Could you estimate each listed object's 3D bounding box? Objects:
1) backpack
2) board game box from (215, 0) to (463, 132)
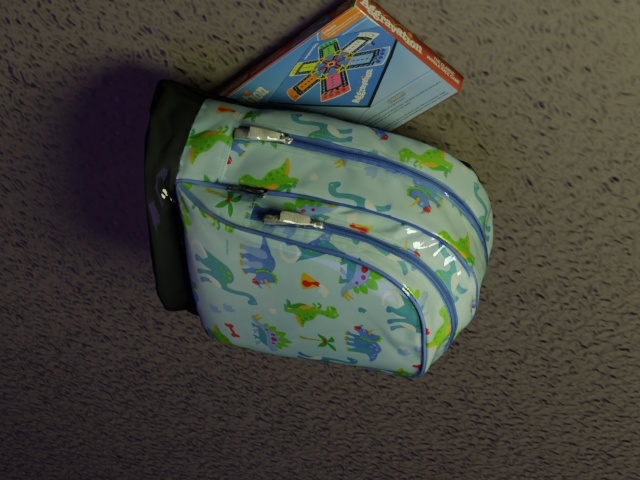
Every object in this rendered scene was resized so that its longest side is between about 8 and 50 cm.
[{"bbox_3d":[0.000,0.000,1.390,0.355,0.273,0.290,2,137,1],"label":"backpack"},{"bbox_3d":[0.000,-0.147,1.397,0.145,0.027,0.281,35,141,-25],"label":"board game box"}]
